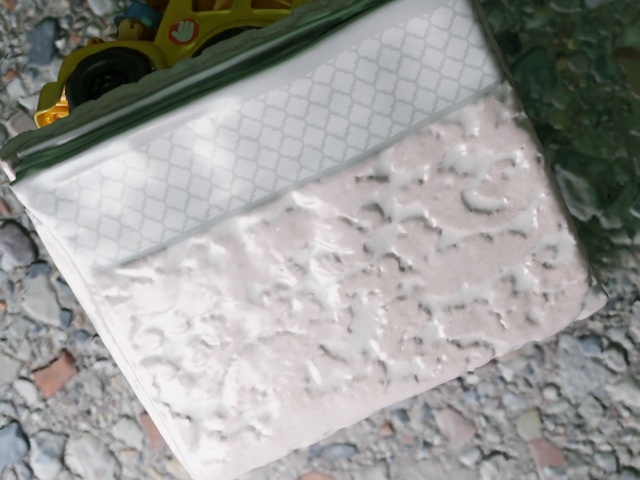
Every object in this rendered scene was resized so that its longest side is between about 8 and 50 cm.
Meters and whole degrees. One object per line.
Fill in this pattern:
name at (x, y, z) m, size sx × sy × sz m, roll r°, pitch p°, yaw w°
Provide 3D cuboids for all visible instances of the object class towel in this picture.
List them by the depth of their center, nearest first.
towel at (0.000, 0.000, 0.933) m, size 0.332 × 0.053 × 0.317 m, roll -25°, pitch 124°, yaw 6°

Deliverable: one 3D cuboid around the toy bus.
toy bus at (-0.082, -0.147, 1.012) m, size 0.220 × 0.149 × 0.211 m, roll -2°, pitch 71°, yaw 10°
